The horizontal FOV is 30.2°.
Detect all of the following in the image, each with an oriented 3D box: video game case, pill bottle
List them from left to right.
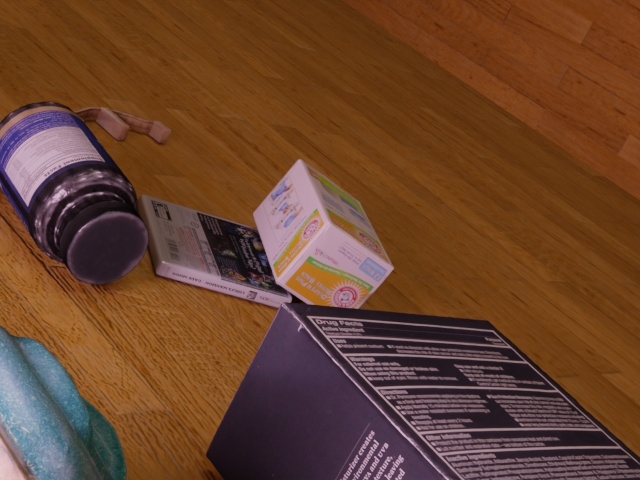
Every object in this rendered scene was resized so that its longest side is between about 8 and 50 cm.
[{"bbox_3d":[-0.277,-0.051,1.314,0.122,0.123,0.219,7,30,-42],"label":"pill bottle"},{"bbox_3d":[-0.135,0.013,1.481,0.173,0.022,0.190,17,21,-23],"label":"video game case"}]

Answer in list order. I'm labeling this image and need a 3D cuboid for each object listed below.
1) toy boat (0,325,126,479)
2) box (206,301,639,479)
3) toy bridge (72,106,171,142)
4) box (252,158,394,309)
[{"bbox_3d":[-0.147,0.190,0.758,0.148,0.267,0.318,-32,72,-17],"label":"toy boat"},{"bbox_3d":[0.112,0.213,1.041,0.296,0.183,0.294,9,27,-44],"label":"box"},{"bbox_3d":[-0.303,-0.171,1.729,0.063,0.026,0.188,38,23,33],"label":"toy bridge"},{"bbox_3d":[0.000,0.000,1.522,0.114,0.103,0.203,35,15,-25],"label":"box"}]
